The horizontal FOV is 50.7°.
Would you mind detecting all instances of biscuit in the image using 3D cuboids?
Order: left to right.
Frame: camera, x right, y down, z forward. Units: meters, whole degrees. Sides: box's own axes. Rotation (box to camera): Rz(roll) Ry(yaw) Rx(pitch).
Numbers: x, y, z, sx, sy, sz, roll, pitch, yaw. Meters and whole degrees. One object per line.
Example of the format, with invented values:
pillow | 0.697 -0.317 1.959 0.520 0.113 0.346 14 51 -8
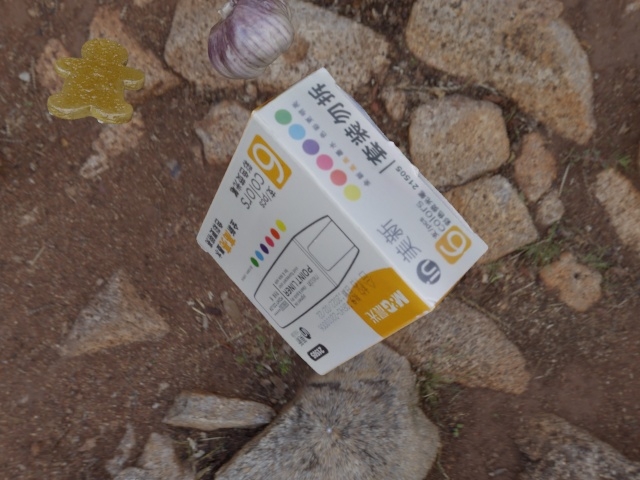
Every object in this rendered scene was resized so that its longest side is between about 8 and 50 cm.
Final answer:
biscuit | -0.400 -0.288 1.216 0.158 0.035 0.240 10 45 -14

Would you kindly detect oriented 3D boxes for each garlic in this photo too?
garlic | -0.110 -0.310 1.005 0.102 0.159 0.147 32 97 -30

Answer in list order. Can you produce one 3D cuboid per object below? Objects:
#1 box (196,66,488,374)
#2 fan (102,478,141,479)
box | 0.000 0.000 0.651 0.221 0.274 0.091 46 60 5
fan | -0.103 0.368 0.815 0.233 0.415 0.012 2 53 24
